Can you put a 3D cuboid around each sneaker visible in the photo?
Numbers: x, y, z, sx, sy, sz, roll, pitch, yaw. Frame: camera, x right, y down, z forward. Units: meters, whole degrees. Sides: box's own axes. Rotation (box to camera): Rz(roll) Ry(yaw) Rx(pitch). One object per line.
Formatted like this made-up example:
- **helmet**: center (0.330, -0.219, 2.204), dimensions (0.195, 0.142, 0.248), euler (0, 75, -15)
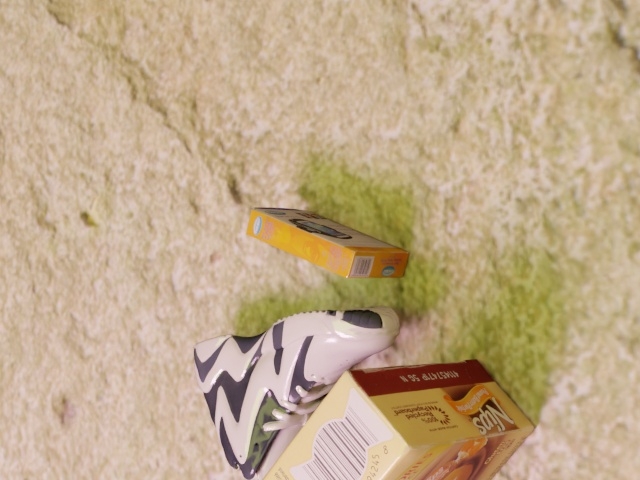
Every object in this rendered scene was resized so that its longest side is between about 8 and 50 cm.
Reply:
- **sneaker**: center (-0.014, 0.145, 1.244), dimensions (0.235, 0.094, 0.153), euler (-16, 80, 37)

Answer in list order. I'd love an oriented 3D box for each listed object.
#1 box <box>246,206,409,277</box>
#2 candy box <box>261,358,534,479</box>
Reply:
- **box**: center (0.000, 0.000, 1.244), dimensions (0.136, 0.081, 0.028), euler (21, 102, 37)
- **candy box**: center (0.013, 0.239, 1.161), dimensions (0.087, 0.183, 0.316), euler (50, 117, 29)
